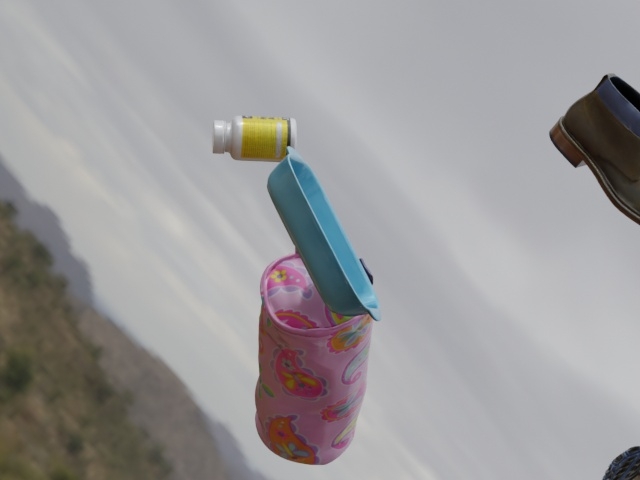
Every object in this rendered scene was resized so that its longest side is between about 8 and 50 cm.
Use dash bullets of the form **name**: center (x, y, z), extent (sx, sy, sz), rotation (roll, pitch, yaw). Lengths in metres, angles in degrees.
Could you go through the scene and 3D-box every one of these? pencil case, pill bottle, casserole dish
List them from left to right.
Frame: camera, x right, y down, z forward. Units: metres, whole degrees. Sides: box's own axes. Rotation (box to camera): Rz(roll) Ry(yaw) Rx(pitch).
- **pill bottle**: center (-0.094, -0.144, 2.294), extent (0.065, 0.116, 0.065), rotation (-178, -90, -83)
- **pencil case**: center (-0.010, 0.124, 1.727), extent (0.124, 0.124, 0.284), rotation (43, -28, 27)
- **casserole dish**: center (0.000, 0.000, 1.550), extent (0.188, 0.037, 0.114), rotation (64, 10, 9)

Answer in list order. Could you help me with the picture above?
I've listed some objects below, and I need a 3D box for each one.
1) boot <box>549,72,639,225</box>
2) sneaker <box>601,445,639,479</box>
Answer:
- **boot**: center (0.376, -0.095, 1.896), extent (0.219, 0.106, 0.082), rotation (42, 33, 13)
- **sneaker**: center (0.376, 0.244, 1.710), extent (0.081, 0.080, 0.211), rotation (32, -29, -6)
